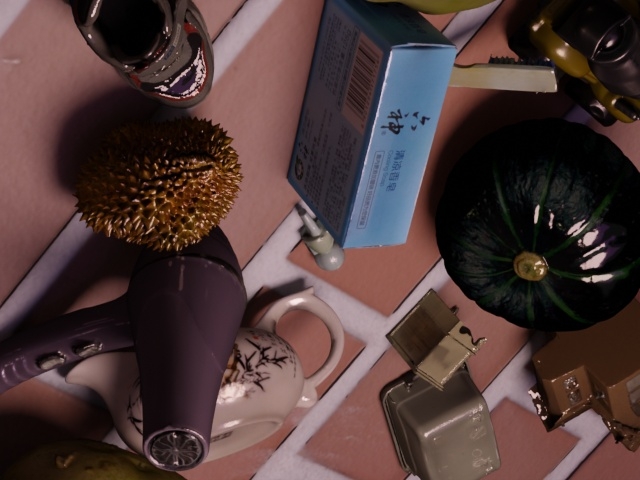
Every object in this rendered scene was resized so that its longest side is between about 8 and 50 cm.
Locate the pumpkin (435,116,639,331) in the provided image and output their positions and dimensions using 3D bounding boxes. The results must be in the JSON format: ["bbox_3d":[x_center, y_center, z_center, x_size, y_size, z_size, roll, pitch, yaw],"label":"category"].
[{"bbox_3d":[0.260,-0.032,1.731,0.248,0.248,0.248,-15,129,-20],"label":"pumpkin"}]

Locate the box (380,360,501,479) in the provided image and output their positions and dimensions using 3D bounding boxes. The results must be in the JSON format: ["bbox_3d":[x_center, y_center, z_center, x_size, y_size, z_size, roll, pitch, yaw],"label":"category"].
[{"bbox_3d":[0.158,0.239,1.931,0.124,0.093,0.172,-28,132,-9],"label":"box"}]

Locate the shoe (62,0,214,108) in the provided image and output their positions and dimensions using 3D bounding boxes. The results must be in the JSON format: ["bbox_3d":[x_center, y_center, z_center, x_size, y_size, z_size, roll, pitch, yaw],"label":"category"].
[{"bbox_3d":[-0.157,-0.191,1.413,0.099,0.125,0.227,-43,131,1],"label":"shoe"}]

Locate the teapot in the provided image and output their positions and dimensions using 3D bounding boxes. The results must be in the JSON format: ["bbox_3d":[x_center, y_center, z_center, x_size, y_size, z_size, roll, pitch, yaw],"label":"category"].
[{"bbox_3d":[-0.109,0.152,1.684,0.300,0.166,0.208,-25,153,-22],"label":"teapot"}]

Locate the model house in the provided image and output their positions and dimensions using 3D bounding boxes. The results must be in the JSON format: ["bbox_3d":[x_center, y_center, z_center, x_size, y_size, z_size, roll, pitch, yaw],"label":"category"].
[{"bbox_3d":[0.364,0.204,1.964,0.176,0.181,0.248,-29,131,-8],"label":"model house"}]

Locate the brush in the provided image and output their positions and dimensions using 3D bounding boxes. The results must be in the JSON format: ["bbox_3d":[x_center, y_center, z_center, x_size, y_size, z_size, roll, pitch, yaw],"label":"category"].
[{"bbox_3d":[0.161,-0.178,1.617,0.179,0.030,0.033,4,143,16],"label":"brush"}]

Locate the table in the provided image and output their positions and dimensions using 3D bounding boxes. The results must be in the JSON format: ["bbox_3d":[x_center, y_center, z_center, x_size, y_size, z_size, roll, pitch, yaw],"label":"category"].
[{"bbox_3d":[0.139,0.119,1.841,0.083,0.079,0.062,-48,131,7],"label":"table"}]

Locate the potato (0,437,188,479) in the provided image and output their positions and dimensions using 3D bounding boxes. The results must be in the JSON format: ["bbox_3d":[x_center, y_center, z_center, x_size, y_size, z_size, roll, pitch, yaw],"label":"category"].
[{"bbox_3d":[-0.246,0.360,1.662,0.270,0.219,0.359,22,141,-6],"label":"potato"}]

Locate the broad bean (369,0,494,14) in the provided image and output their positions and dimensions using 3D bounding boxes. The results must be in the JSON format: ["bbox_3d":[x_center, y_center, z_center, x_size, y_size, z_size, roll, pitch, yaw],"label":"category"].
[{"bbox_3d":[0.126,-0.330,1.479,0.291,0.119,0.238,-33,124,-8],"label":"broad bean"}]

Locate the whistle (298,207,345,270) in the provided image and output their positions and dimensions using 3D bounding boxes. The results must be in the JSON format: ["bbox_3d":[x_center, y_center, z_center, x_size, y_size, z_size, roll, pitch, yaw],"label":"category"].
[{"bbox_3d":[0.000,0.000,1.704,0.035,0.035,0.100,-35,132,-3],"label":"whistle"}]

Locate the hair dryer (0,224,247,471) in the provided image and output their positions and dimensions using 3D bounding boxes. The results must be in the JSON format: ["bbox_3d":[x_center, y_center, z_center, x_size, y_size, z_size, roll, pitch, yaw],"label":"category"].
[{"bbox_3d":[-0.243,0.134,1.547,0.361,0.301,0.121,-20,128,16],"label":"hair dryer"}]

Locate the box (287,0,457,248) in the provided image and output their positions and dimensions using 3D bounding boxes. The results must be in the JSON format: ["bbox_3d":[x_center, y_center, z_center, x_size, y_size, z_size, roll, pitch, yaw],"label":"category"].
[{"bbox_3d":[0.047,-0.125,1.565,0.083,0.142,0.232,-6,125,-27],"label":"box"}]

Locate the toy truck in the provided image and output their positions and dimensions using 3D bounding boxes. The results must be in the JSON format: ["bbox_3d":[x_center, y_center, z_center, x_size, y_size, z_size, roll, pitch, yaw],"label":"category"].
[{"bbox_3d":[0.325,-0.197,1.658,0.147,0.165,0.224,-48,133,8],"label":"toy truck"}]

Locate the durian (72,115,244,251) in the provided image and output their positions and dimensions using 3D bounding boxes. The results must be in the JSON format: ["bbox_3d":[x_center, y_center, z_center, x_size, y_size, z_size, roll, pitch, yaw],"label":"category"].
[{"bbox_3d":[-0.151,-0.058,1.498,0.158,0.168,0.137,-40,112,-30],"label":"durian"}]
